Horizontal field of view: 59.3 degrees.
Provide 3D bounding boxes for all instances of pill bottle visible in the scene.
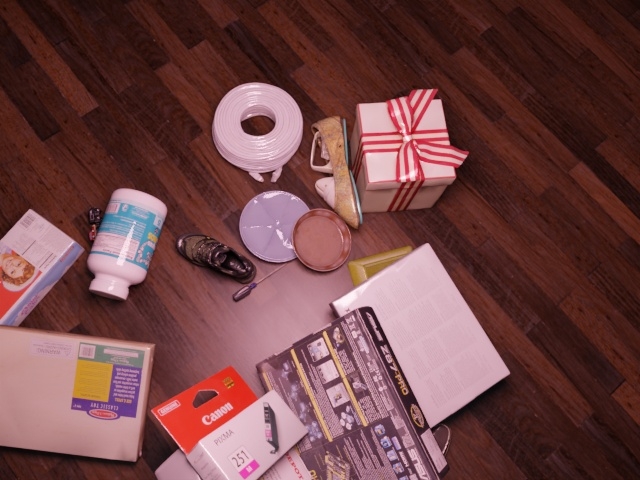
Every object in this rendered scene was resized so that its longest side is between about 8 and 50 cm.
[{"bbox_3d":[-0.494,0.013,1.422,0.146,0.146,0.264,14,73,1],"label":"pill bottle"}]

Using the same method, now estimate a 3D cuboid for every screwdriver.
[{"bbox_3d":[-0.159,0.107,1.483,0.169,0.025,0.024,-33,76,-22],"label":"screwdriver"}]

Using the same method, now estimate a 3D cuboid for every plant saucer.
[{"bbox_3d":[0.000,0.000,1.498,0.168,0.029,0.169,4,78,-20],"label":"plant saucer"},{"bbox_3d":[0.187,0.115,1.483,0.188,0.045,0.189,-15,73,-8],"label":"plant saucer"}]

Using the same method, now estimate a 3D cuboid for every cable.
[{"bbox_3d":[-0.177,-0.318,1.576,0.257,0.089,0.257,30,73,6],"label":"cable"}]

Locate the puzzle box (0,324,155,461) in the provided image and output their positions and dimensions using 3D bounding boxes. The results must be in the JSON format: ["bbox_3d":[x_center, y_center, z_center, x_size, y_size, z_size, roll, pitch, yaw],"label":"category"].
[{"bbox_3d":[-0.606,0.354,1.314,0.408,0.052,0.272,8,91,-1],"label":"puzzle box"}]

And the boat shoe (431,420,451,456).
[{"bbox_3d":[0.247,0.531,1.339,0.080,0.073,0.224,38,74,8],"label":"boat shoe"}]

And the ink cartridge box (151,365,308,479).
[{"bbox_3d":[-0.180,0.383,1.189,0.239,0.275,0.060,48,115,13],"label":"ink cartridge box"}]

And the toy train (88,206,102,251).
[{"bbox_3d":[-0.593,-0.014,1.486,0.036,0.027,0.158,-11,73,-3],"label":"toy train"}]

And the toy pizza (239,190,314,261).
[{"bbox_3d":[-0.118,-0.037,1.518,0.201,0.032,0.202,2,73,-8],"label":"toy pizza"}]

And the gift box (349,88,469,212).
[{"bbox_3d":[0.224,-0.233,1.486,0.276,0.258,0.255,-10,74,-5],"label":"gift box"}]

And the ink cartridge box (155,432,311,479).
[{"bbox_3d":[-0.176,0.509,1.205,0.117,0.278,0.201,-46,68,26],"label":"ink cartridge box"}]

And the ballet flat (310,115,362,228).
[{"bbox_3d":[0.034,-0.184,1.535,0.123,0.123,0.349,-6,67,-5],"label":"ballet flat"}]

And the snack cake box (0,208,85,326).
[{"bbox_3d":[-0.751,0.073,1.417,0.152,0.089,0.264,35,74,6],"label":"snack cake box"}]

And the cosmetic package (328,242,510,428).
[{"bbox_3d":[0.238,0.241,1.387,0.284,0.097,0.377,-30,86,-11],"label":"cosmetic package"}]

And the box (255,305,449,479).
[{"bbox_3d":[0.060,0.394,1.276,0.318,0.097,0.395,-33,74,23],"label":"box"}]

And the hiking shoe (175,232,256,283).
[{"bbox_3d":[-0.270,0.030,1.446,0.226,0.114,0.086,22,72,4],"label":"hiking shoe"}]
